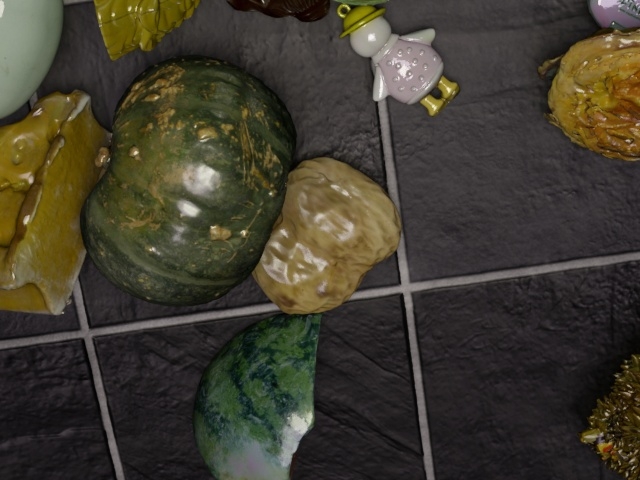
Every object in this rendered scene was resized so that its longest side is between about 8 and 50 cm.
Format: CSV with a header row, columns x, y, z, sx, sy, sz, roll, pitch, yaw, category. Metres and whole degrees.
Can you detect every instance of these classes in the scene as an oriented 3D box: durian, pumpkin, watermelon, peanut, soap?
x,y,z,sx,sy,sz,roll,pitch,yaw,category
0.542,0.267,1.546,0.258,0.258,0.293,40,113,-11,durian
-0.173,-0.080,1.397,0.257,0.291,0.328,17,117,-14,pumpkin
-0.081,0.262,1.564,0.256,0.260,0.176,-33,119,26,watermelon
0.000,0.000,1.515,0.196,0.110,0.233,35,104,-13,peanut
-0.494,-0.064,1.490,0.338,0.169,0.304,4,64,23,soap

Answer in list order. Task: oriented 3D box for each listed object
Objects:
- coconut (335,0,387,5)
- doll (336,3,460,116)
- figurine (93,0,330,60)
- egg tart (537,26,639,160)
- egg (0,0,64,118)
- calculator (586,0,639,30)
x,y,z,sx,sy,sz,roll,pitch,yaw,category
0.052,-0.417,1.207,0.328,0.328,0.281,-10,88,3,coconut
0.103,-0.257,1.452,0.207,0.081,0.129,40,95,-10,doll
-0.141,-0.353,1.387,0.315,0.187,0.168,-12,103,-5,figurine
0.440,-0.222,1.418,0.297,0.132,0.297,4,152,2,egg tart
-0.439,-0.286,1.387,0.182,0.183,0.264,12,114,-4,egg
0.472,-0.386,1.432,0.141,0.045,0.246,26,104,-8,calculator
